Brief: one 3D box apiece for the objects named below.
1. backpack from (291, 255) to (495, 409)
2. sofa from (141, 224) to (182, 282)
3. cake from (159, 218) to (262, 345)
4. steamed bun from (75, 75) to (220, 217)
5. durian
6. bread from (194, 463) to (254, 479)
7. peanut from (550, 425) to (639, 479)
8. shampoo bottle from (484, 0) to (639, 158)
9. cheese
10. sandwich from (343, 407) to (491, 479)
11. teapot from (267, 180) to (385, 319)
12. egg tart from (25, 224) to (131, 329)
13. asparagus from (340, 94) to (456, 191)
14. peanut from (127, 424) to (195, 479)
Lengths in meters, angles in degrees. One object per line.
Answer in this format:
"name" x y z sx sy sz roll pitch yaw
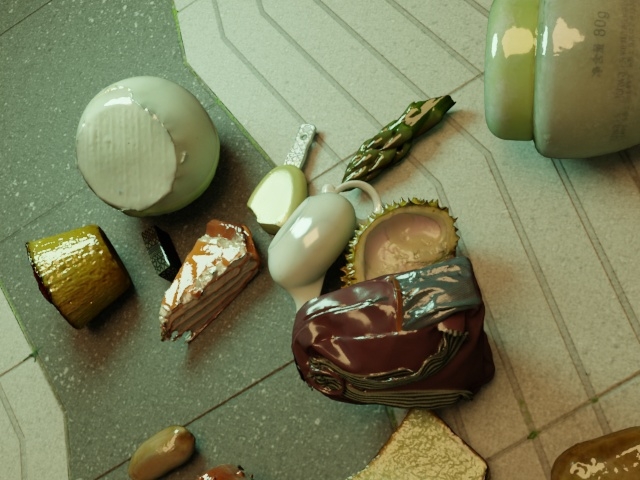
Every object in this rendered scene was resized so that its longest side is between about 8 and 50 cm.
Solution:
"backpack" 0.112 0.165 1.313 0.317 0.283 0.197 -14 49 6
"sofa" -0.332 0.028 1.722 0.039 0.060 0.118 -35 58 11
"cake" -0.219 0.087 1.623 0.135 0.098 0.287 23 76 30
"steamed bun" -0.351 -0.206 1.738 0.309 0.309 0.309 -9 63 19
"durian" 0.133 0.020 1.470 0.249 0.138 0.183 -36 99 1
"bread" -0.173 0.455 1.393 0.160 0.160 0.073 -46 52 -3
"peanut" 0.458 0.337 1.221 0.226 0.095 0.108 -22 75 8
"shampoo bottle" 0.444 -0.300 1.396 0.317 0.322 0.323 3 67 18
"cheese" -0.068 -0.132 1.695 0.127 0.050 0.255 9 68 28
"sandwich" 0.155 0.394 1.338 0.186 0.065 0.215 38 84 32
"teapot" 0.000 0.000 1.533 0.139 0.204 0.298 38 78 -6
"egg tart" -0.505 0.065 1.704 0.170 0.215 0.215 -31 57 -8
"asparagus" 0.142 -0.197 1.622 0.287 0.080 0.080 -45 57 0
"peanut" -0.298 0.397 1.523 0.152 0.076 0.076 -32 58 12
